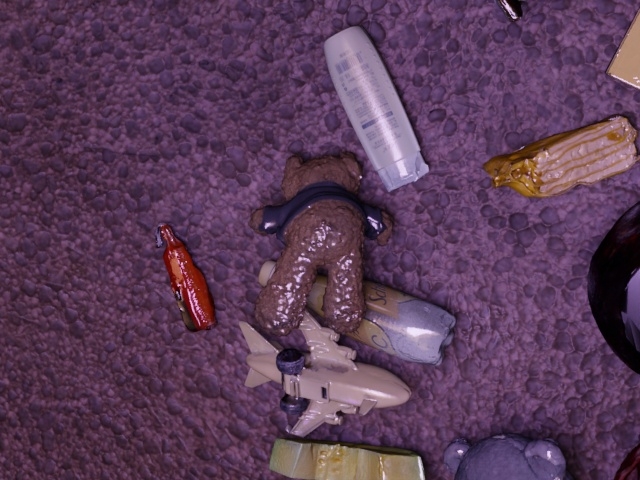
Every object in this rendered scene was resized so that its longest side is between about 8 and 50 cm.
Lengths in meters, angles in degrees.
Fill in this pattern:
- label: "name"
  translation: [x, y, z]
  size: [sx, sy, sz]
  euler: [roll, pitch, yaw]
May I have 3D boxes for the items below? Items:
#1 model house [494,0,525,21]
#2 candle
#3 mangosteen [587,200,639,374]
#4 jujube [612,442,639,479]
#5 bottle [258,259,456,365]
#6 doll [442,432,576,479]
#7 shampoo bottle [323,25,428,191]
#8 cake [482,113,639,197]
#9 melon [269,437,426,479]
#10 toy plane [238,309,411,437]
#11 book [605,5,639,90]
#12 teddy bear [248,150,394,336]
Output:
- label: "model house"
  translation: [0.247, -0.367, 1.225]
  size: [0.152, 0.106, 0.165]
  euler: [-32, 94, 18]
- label: "candle"
  translation: [-0.188, 0.050, 1.438]
  size: [0.053, 0.048, 0.162]
  euler: [-22, 93, -18]
- label: "mangosteen"
  translation: [0.446, 0.073, 1.175]
  size: [0.287, 0.233, 0.288]
  euler: [4, 101, 20]
- label: "jujube"
  translation: [0.436, 0.327, 1.158]
  size: [0.216, 0.342, 0.216]
  euler: [1, 93, 13]
- label: "bottle"
  translation: [0.042, 0.086, 1.359]
  size: [0.269, 0.083, 0.083]
  euler: [20, 103, 15]
- label: "doll"
  translation: [0.278, 0.387, 1.332]
  size: [0.245, 0.158, 0.340]
  euler: [-7, 114, 46]
- label: "shampoo bottle"
  translation: [0.070, -0.169, 1.331]
  size: [0.072, 0.049, 0.212]
  euler: [-23, 91, 14]
- label: "cake"
  translation: [0.295, -0.094, 1.292]
  size: [0.184, 0.116, 0.080]
  euler: [-27, 96, -15]
- label: "melon"
  translation: [0.036, 0.299, 1.378]
  size: [0.209, 0.118, 0.064]
  euler: [7, 87, 1]
- label: "toy plane"
  translation: [0.000, 0.179, 1.360]
  size: [0.244, 0.092, 0.229]
  euler: [15, 124, 28]
- label: "book"
  translation: [0.465, -0.267, 1.227]
  size: [0.161, 0.026, 0.231]
  euler: [28, 104, 10]
- label: "teddy bear"
  translation: [0.005, -0.007, 1.295]
  size: [0.181, 0.129, 0.251]
  euler: [7, 63, -14]
